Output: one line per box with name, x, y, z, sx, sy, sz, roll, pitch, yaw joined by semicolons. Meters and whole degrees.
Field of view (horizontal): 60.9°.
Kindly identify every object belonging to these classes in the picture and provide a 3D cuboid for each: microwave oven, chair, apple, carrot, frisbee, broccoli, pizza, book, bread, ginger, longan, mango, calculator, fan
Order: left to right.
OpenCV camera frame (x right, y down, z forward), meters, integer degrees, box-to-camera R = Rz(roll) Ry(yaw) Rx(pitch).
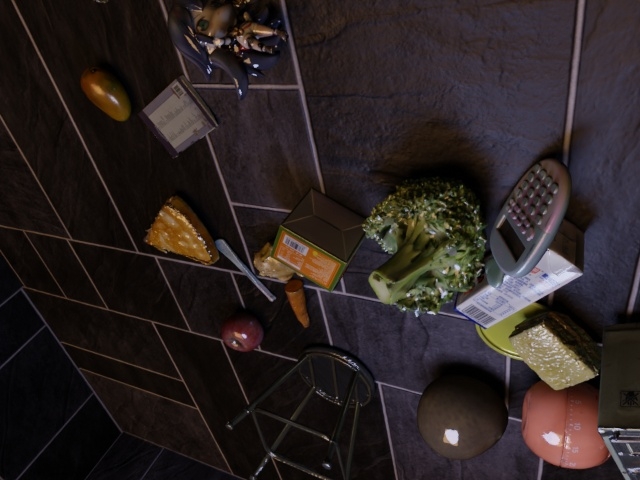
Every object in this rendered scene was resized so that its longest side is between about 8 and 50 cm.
mango;-0.588;-0.407;1.511;0.163;0.089;0.111;44;150;-25
book;-0.391;-0.335;1.498;0.231;0.026;0.157;-21;112;42
pizza;-0.447;-0.005;1.797;0.251;0.074;0.288;45;139;-8
apple;-0.279;0.329;1.965;0.153;0.120;0.153;14;137;14
fan;-0.250;0.101;1.810;0.057;0.023;0.282;-26;110;43
ginger;-0.116;0.058;1.626;0.157;0.102;0.216;27;140;-33
carrot;-0.067;0.217;1.779;0.061;0.061;0.209;11;137;25
chair;-0.021;0.605;1.835;0.362;0.410;0.364;12;134;25
broccoli;0.211;0.015;1.260;0.375;0.302;0.249;92;154;-42
longan;0.413;0.518;1.601;0.258;0.258;0.258;18;135;18
frisbee;0.527;0.234;1.438;0.236;0.017;0.236;18;136;18
calculator;0.423;-0.030;1.130;0.041;0.185;0.298;13;120;-11
bread;0.577;0.261;1.341;0.196;0.102;0.138;42;135;-3
microwave oven;0.820;0.330;1.115;0.394;0.333;0.247;-15;123;40

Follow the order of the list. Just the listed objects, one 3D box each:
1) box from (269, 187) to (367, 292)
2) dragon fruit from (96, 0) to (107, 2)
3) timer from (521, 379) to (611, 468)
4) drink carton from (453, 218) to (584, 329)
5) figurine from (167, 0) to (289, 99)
box;0.000;0.000;1.440;0.195;0.177;0.148;29;137;6
dragon fruit;-0.494;-0.635;1.195;0.269;0.200;0.198;4;138;-26
timer;0.647;0.475;1.428;0.215;0.229;0.229;7;132;15
drink carton;0.449;0.075;1.253;0.107;0.130;0.315;31;139;-8
figurine;-0.199;-0.437;1.176;0.265;0.175;0.197;40;143;6
